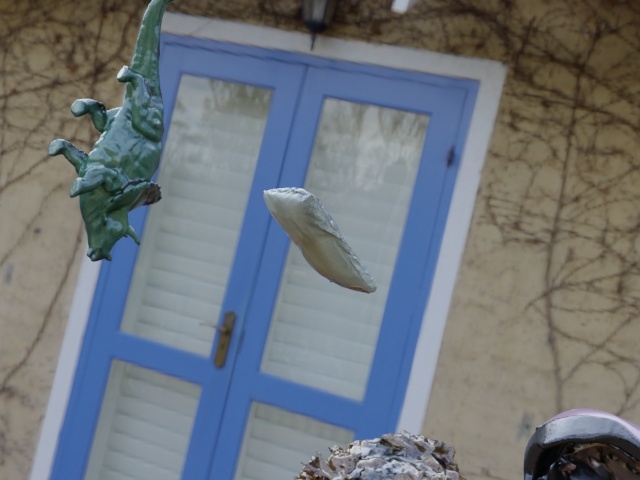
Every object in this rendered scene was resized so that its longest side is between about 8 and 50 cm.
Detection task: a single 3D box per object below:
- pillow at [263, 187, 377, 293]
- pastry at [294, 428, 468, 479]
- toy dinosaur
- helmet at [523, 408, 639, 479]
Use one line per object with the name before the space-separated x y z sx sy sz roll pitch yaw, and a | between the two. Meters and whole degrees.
pillow | 0.000 0.000 1.315 0.128 0.051 0.229 6 -40 52
pastry | 0.093 0.315 0.874 0.274 0.193 0.275 24 -19 9
toy dinosaur | -0.214 -0.123 0.834 0.120 0.292 0.079 -2 10 -43
helmet | 0.422 0.336 1.149 0.253 0.199 0.154 16 30 9
